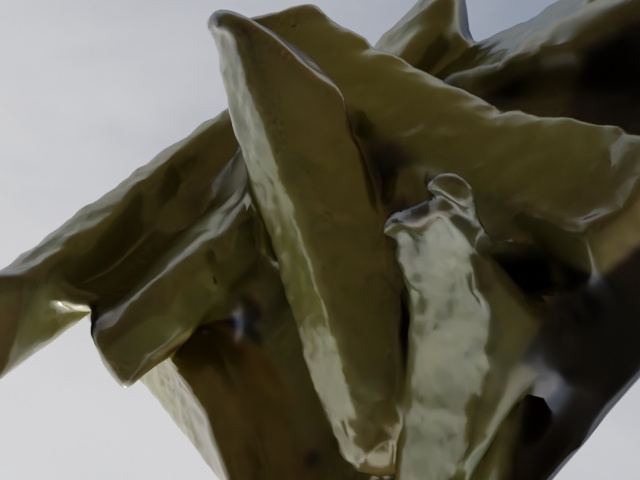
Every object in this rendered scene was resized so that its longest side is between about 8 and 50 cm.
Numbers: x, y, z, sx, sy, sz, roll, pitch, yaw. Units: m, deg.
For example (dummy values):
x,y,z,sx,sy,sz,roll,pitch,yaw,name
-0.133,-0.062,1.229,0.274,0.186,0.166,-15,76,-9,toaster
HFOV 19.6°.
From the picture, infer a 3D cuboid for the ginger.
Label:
x,y,z,sx,sy,sz,roll,pitch,yaw,name
0.000,0.000,0.963,0.413,0.211,0.358,-37,-143,32,ginger
